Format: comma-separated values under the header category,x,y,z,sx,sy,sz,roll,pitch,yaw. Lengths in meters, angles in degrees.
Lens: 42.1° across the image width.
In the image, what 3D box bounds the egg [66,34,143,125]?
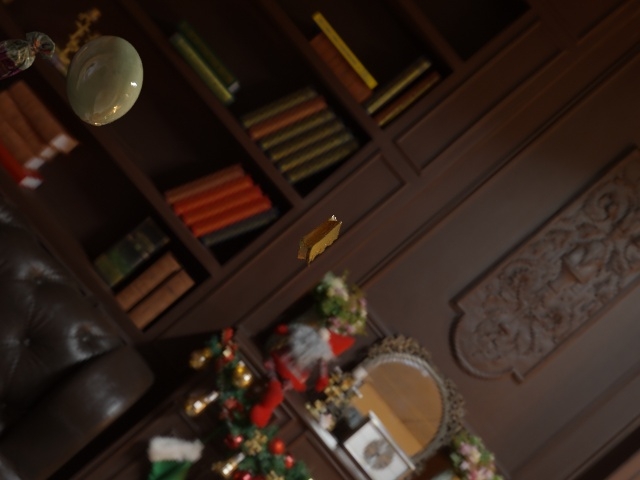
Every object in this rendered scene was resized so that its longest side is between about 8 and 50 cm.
category,x,y,z,sx,sy,sz,roll,pitch,yaw
egg,-0.339,-0.251,1.305,0.114,0.152,0.114,10,-23,4

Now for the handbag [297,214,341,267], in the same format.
category,x,y,z,sx,sy,sz,roll,pitch,yaw
handbag,0.000,0.000,1.402,0.027,0.083,0.061,39,-31,19

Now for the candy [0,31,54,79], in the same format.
category,x,y,z,sx,sy,sz,roll,pitch,yaw
candy,-0.389,-0.201,0.959,0.045,0.174,0.043,61,14,-53
